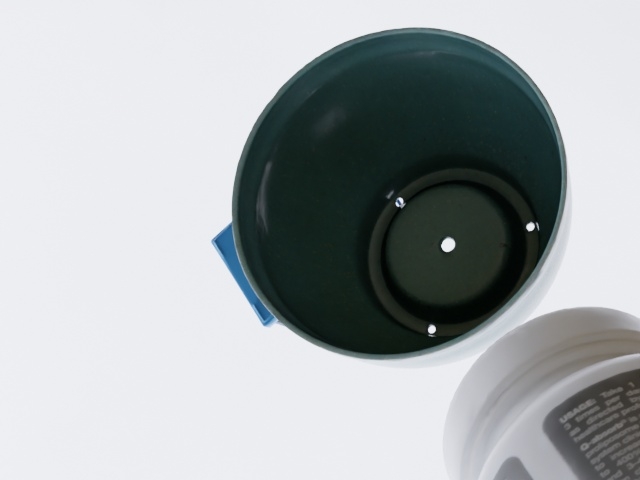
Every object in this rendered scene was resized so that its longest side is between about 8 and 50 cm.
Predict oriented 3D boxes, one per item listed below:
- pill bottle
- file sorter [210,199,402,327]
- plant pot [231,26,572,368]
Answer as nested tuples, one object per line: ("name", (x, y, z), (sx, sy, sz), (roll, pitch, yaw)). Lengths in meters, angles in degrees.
("pill bottle", (0.207, 0.191, 1.006), (0.210, 0.210, 0.363), (5, -156, -19))
("file sorter", (0.000, 0.000, 1.828), (0.104, 0.170, 0.118), (24, -152, -57))
("plant pot", (0.093, -0.015, 1.568), (0.293, 0.196, 0.293), (-6, -109, 18))
